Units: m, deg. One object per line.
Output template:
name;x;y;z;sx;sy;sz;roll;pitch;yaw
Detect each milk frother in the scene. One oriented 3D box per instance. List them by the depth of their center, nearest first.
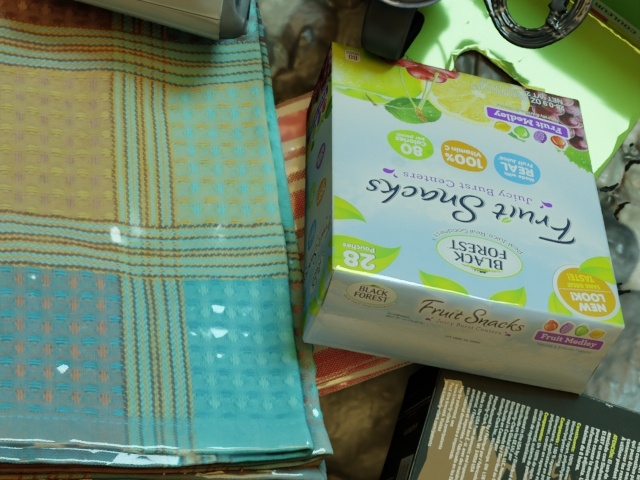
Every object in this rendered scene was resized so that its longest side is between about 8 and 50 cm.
milk frother;0.096;-0.175;0.899;0.143;0.135;0.129;3;110;13

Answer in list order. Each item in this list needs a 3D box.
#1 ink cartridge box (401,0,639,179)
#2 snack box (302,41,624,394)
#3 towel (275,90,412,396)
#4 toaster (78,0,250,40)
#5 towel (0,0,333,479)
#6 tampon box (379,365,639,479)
ink cartridge box;0.187;-0.183;0.989;0.188;0.097;0.255;37;74;2
snack box;0.080;-0.018;0.879;0.174;0.070;0.207;11;44;-11
towel;0.000;0.000;0.958;0.144;0.029;0.197;-19;77;-12
toaster;-0.100;-0.230;0.925;0.146;0.129;0.227;11;40;-2
towel;-0.145;-0.026;0.855;0.271;0.040;0.370;3;56;-17
tampon box;0.127;0.147;0.890;0.161;0.120;0.101;19;74;-3
